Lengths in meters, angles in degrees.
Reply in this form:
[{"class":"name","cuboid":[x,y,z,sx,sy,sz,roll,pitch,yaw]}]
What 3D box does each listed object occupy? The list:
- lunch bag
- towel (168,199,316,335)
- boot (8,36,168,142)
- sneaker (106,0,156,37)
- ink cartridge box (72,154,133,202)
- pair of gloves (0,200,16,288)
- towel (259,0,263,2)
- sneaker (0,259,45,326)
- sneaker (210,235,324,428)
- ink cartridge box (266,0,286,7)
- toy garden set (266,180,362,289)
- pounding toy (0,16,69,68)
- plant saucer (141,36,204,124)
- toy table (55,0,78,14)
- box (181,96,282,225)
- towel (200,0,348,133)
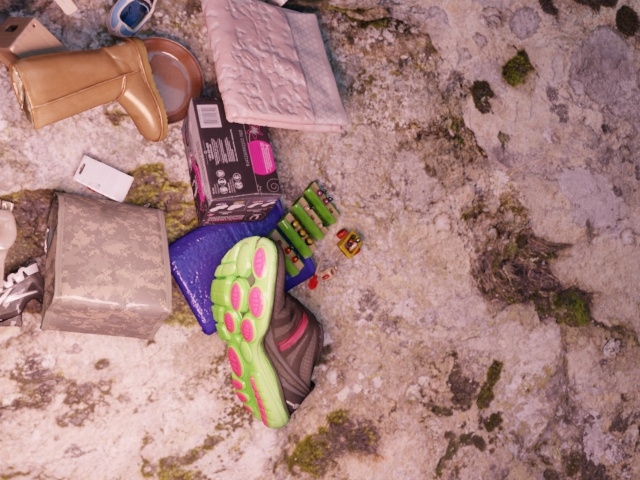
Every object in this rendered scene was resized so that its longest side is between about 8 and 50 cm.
[{"class":"lunch bag","cuboid":[-0.440,0.041,1.561,0.235,0.169,0.287,9,55,-26]},{"class":"towel","cuboid":[-0.186,0.049,1.731,0.308,0.076,0.228,-30,95,-24]},{"class":"boot","cuboid":[-0.462,-0.276,1.535,0.269,0.089,0.236,-29,112,-36]},{"class":"sneaker","cuboid":[-0.382,-0.545,1.664,0.085,0.086,0.237,37,76,-51]},{"class":"ink cartridge box","cuboid":[-0.470,-0.131,1.640,0.115,0.029,0.063,26,77,-18]},{"class":"pair of gloves","cuboid":[-0.723,-0.013,1.480,0.240,0.042,0.204,11,63,-18]},{"class":"towel","cuboid":[-0.184,-0.518,1.787,0.148,0.027,0.110,-46,105,-20]},{"class":"sneaker","cuboid":[-0.651,0.140,1.520,0.234,0.078,0.106,-33,97,-23]},{"class":"sneaker","cuboid":[-0.105,0.183,1.654,0.202,0.185,0.483,-32,133,-36]},{"class":"ink cartridge box","cuboid":[-0.116,-0.643,1.803,0.150,0.063,0.109,44,72,-14]},{"class":"toy garden set","cuboid":[0.000,0.000,1.766,0.204,0.049,0.244,52,44,-17]},{"class":"pounding toy","cuboid":[-0.617,-0.407,1.524,0.094,0.181,0.206,-58,135,-15]},{"class":"plant saucer","cuboid":[-0.361,-0.352,1.696,0.198,0.036,0.199,1,86,-24]},{"class":"toy table","cuboid":[-0.577,-0.582,1.489,0.252,0.161,0.274,-39,136,14]},{"class":"box","cuboid":[-0.202,-0.172,1.663,0.163,0.142,0.247,-6,69,-23]},{"class":"towel","cuboid":[-0.102,-0.402,1.708,0.316,0.053,0.332,1,65,-37]}]
